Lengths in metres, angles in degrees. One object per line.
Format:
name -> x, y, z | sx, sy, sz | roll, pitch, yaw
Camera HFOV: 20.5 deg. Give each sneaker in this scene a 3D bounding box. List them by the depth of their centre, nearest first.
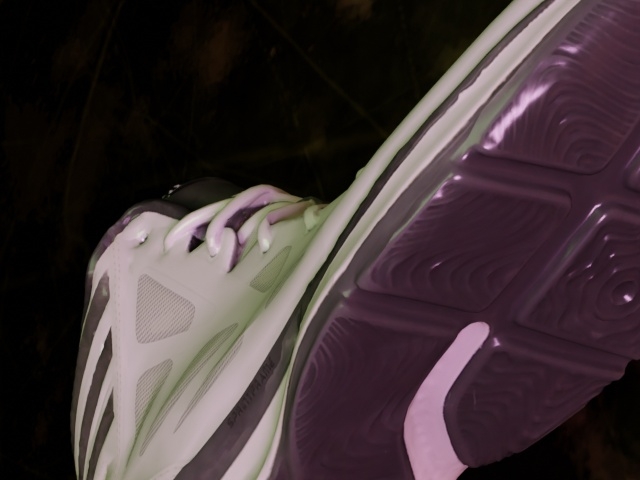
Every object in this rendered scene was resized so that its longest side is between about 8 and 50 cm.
sneaker -> -0.001, 0.000, 0.804 | 0.447, 0.169, 0.257 | -55, 42, 24
